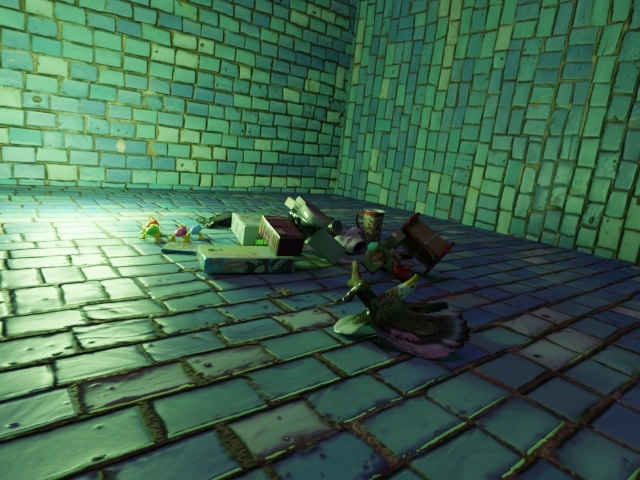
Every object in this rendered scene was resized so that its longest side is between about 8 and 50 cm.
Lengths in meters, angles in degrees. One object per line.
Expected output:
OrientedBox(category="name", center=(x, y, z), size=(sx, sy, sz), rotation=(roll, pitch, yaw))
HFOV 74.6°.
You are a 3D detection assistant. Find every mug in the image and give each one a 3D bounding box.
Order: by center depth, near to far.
OrientedBox(category="mug", center=(0.267, -0.082, 2.250), size=(0.113, 0.169, 0.150), rotation=(-2, 15, -34))

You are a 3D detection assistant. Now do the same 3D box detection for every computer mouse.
OrientedBox(category="computer mouse", center=(-0.504, -0.116, 2.222), size=(0.272, 0.072, 0.188), rotation=(-2, 14, -34))

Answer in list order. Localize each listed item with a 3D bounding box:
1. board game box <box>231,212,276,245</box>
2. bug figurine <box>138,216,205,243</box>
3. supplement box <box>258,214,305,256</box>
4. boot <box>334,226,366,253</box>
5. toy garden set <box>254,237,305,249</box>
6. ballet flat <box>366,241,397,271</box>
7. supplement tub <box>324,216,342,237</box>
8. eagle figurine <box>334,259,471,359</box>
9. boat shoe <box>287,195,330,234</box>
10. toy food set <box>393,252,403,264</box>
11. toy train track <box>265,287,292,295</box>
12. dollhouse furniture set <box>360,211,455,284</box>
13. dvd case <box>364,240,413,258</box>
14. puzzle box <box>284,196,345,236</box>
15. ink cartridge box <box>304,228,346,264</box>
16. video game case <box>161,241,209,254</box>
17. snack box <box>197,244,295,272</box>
OrientedBox(category="board game box", center=(-0.288, -0.055, 2.008), size=(0.224, 0.098, 0.303), rotation=(3, 14, -22))
OrientedBox(category="bug figurine", center=(-0.651, -0.046, 1.825), size=(0.279, 0.072, 0.216), rotation=(6, 12, -5))
OrientedBox(category="supplement box", center=(-0.147, -0.019, 1.570), size=(0.104, 0.081, 0.188), rotation=(0, 28, -30))
OrientedBox(category="boot", center=(0.167, 0.010, 2.005), size=(0.123, 0.095, 0.258), rotation=(20, 25, 27))
OrientedBox(category="toy garden set", center=(-0.155, 0.004, 1.774), size=(0.203, 0.049, 0.244), rotation=(7, -3, -20))
OrientedBox(category="ballet flat", center=(0.266, 0.073, 1.797), size=(0.086, 0.086, 0.248), rotation=(4, 14, -11))
OrientedBox(category="supplement tub", center=(0.020, -0.055, 2.028), size=(0.106, 0.106, 0.198), rotation=(-3, -3, -38))
OrientedBox(category="eagle figurine", center=(0.205, 0.183, 1.085), size=(0.298, 0.225, 0.226), rotation=(34, 54, -10))
OrientedBox(category="boat shoe", center=(-0.066, -0.063, 1.653), size=(0.127, 0.158, 0.340), rotation=(31, 7, -15))
OrientedBox(category="toy food set", center=(0.325, 0.070, 1.878), size=(0.077, 0.019, 0.122), rotation=(3, 25, -16))
OrientedBox(category="toy train track", center=(-0.128, 0.163, 1.292), size=(0.083, 0.014, 0.048), rotation=(-3, 22, -17))
OrientedBox(category="dollhouse furniture set", center=(0.325, 0.066, 1.616), size=(0.201, 0.152, 0.374), rotation=(45, 51, 14))
OrientedBox(category="dvd case", center=(0.317, 0.045, 2.048), size=(0.180, 0.022, 0.253), rotation=(4, 12, -15))
OrientedBox(category="puzzle box", center=(-0.041, -0.131, 2.330), size=(0.272, 0.052, 0.409), rotation=(29, 5, -20))
OrientedBox(category="ink cartridge box", center=(0.000, 0.000, 1.770), size=(0.154, 0.093, 0.212), rotation=(40, 2, -21))
OrientedBox(category="video game case", center=(-0.534, 0.031, 1.671), size=(0.166, 0.015, 0.119), rotation=(5, 12, -8))
OrientedBox(category="snack box", center=(-0.275, 0.067, 1.537), size=(0.321, 0.060, 0.187), rotation=(2, 12, -24))
